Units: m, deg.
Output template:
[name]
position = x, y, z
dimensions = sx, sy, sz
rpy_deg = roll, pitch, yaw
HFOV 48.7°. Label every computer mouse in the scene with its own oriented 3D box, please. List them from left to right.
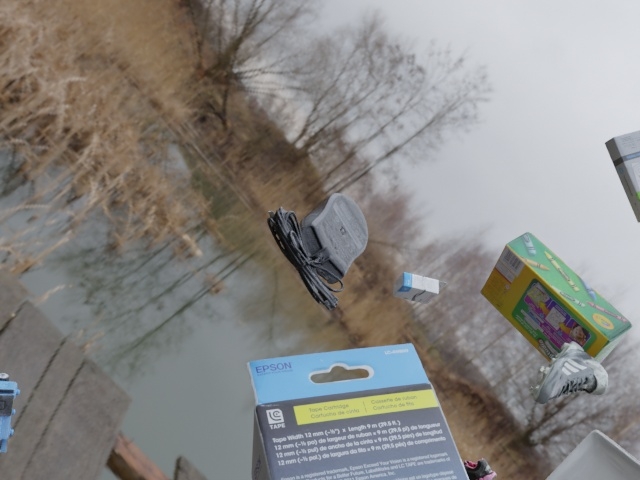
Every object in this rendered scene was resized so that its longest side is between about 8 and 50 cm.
[computer mouse]
position = 0.000, 0.000, 1.234
dimensions = 0.188, 0.072, 0.272
rpy_deg = 60, 30, -7

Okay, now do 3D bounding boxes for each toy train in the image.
[toy train]
position = -0.727, 0.394, 1.586
dimensions = 0.080, 0.184, 0.105
rpy_deg = 9, 5, -20

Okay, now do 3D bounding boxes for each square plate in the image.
[square plate]
position = 0.599, 0.625, 1.506
dimensions = 0.049, 0.347, 0.344
rpy_deg = 48, -5, -31

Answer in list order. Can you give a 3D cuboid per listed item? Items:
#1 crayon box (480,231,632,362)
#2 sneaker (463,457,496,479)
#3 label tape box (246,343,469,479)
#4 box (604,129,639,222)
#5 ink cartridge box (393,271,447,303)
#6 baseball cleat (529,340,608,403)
[crayon box]
position = 0.474, 0.138, 1.455
dimensions = 0.278, 0.081, 0.165
rpy_deg = 48, -34, 27
[sneaker]
position = 0.313, 0.491, 1.486
dimensions = 0.047, 0.119, 0.057
rpy_deg = -13, 69, -49
[label tape box]
position = 0.050, 0.312, 0.899
dimensions = 0.115, 0.249, 0.347
rpy_deg = 105, -25, -44
[box]
position = 0.701, -0.144, 1.489
dimensions = 0.038, 0.145, 0.186
rpy_deg = 128, -54, -73
[ink cartridge box]
position = 0.175, 0.086, 1.238
dimensions = 0.083, 0.028, 0.048
rpy_deg = 13, -31, -12
[baseball cleat]
position = 0.446, 0.243, 1.242
dimensions = 0.109, 0.072, 0.206
rpy_deg = 34, 36, 21
